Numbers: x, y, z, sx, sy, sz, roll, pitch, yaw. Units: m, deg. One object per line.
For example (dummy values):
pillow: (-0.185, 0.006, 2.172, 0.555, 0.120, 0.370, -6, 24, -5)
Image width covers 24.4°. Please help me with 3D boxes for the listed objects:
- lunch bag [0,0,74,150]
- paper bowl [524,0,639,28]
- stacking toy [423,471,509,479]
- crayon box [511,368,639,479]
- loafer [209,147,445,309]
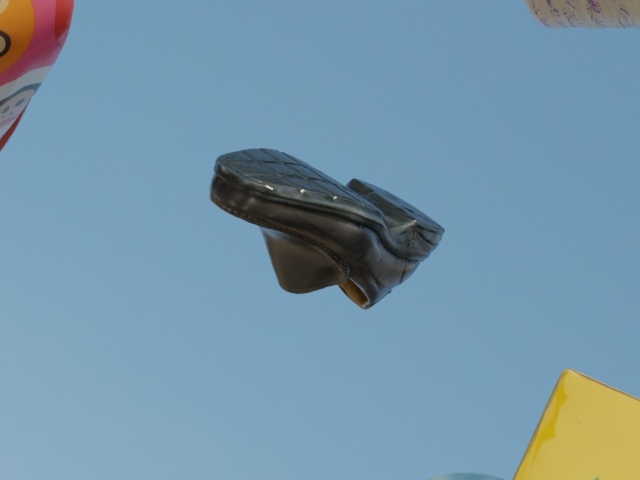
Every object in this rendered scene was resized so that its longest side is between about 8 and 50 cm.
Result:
lunch bag: (-0.239, -0.155, 0.667, 0.293, 0.120, 0.258, 60, -37, 9)
paper bowl: (0.227, -0.292, 1.044, 0.148, 0.284, 0.284, 2, -43, 20)
stacking toy: (0.196, 0.280, 1.149, 0.309, 0.130, 0.279, -6, -55, 2)
crayon box: (0.112, 0.213, 0.788, 0.081, 0.318, 0.202, 23, -34, 13)
loafer: (0.000, 0.000, 0.716, 0.062, 0.061, 0.170, 36, 10, 35)
